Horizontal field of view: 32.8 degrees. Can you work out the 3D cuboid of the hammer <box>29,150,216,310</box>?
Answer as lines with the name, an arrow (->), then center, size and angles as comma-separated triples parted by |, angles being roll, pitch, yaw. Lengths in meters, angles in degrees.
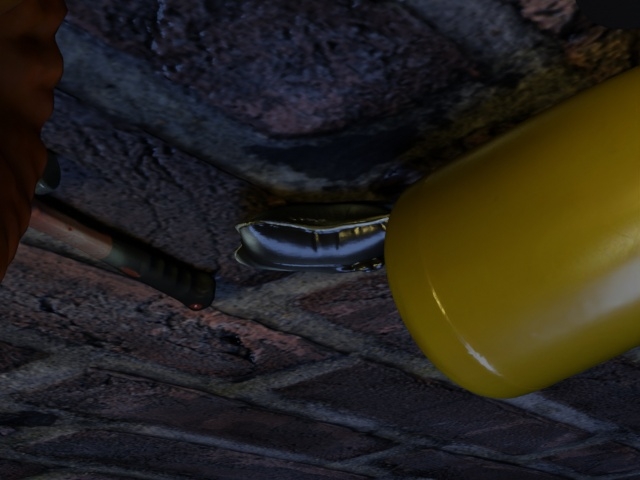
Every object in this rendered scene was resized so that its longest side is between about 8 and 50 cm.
hammer -> -0.168, 0.006, 0.859 | 0.111, 0.033, 0.288 | -17, 155, 24

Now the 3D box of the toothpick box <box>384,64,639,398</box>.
toothpick box -> 0.190, -0.015, 0.717 | 0.175, 0.175, 0.271 | 15, 146, -40

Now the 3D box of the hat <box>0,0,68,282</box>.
hat -> -0.276, -0.113, 0.346 | 0.400, 0.285, 0.285 | 21, 151, -10

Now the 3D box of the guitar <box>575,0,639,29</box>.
guitar -> 0.255, -0.171, 0.530 | 0.271, 0.038, 0.084 | -16, 156, 24

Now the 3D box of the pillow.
pillow -> 0.000, -0.002, 0.853 | 0.136, 0.055, 0.091 | 0, -172, -6
